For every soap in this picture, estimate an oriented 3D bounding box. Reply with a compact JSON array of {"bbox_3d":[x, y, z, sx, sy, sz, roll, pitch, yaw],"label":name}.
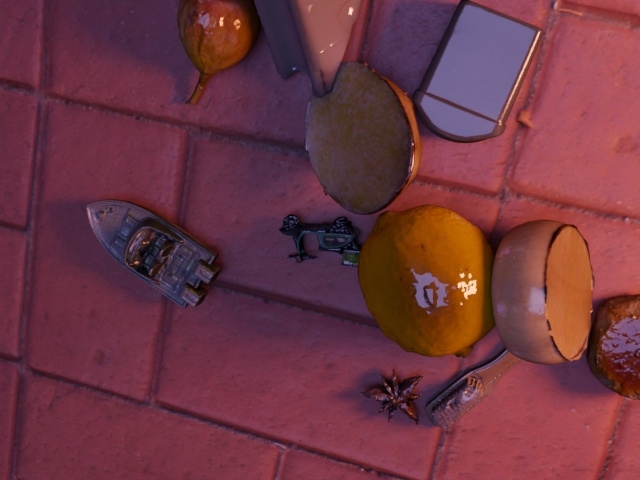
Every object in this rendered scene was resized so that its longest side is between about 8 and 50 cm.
[{"bbox_3d":[0.013,-0.466,1.238,0.159,0.258,0.302,31,153,35],"label":"soap"}]

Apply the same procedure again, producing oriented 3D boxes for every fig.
[{"bbox_3d":[-0.217,-0.370,1.307,0.159,0.159,0.257,32,125,4],"label":"fig"}]

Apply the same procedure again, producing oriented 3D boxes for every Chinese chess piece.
[{"bbox_3d":[0.398,0.090,1.198,0.104,0.257,0.257,-4,103,39],"label":"Chinese chess piece"}]

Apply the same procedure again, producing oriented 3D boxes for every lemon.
[{"bbox_3d":[0.201,0.072,1.243,0.284,0.260,0.260,45,109,19],"label":"lemon"}]

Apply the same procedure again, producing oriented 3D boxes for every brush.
[{"bbox_3d":[0.339,0.274,1.356,0.327,0.065,0.070,-44,88,17],"label":"brush"}]

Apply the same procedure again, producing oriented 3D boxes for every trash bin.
[{"bbox_3d":[0.276,-0.292,1.221,0.177,0.101,0.236,24,105,8],"label":"trash bin"}]

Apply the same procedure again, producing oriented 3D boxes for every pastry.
[{"bbox_3d":[0.594,0.199,1.263,0.182,0.093,0.192,22,107,10],"label":"pastry"}]

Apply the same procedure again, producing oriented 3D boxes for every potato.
[{"bbox_3d":[0.091,-0.181,1.256,0.239,0.116,0.299,-48,56,29],"label":"potato"}]

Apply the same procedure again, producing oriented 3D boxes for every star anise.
[{"bbox_3d":[0.145,0.326,1.413,0.129,0.056,0.124,6,104,11],"label":"star anise"}]

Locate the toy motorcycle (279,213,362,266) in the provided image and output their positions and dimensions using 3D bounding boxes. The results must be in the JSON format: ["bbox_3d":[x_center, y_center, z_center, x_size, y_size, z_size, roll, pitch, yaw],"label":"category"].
[{"bbox_3d":[0.000,0.000,1.372,0.173,0.058,0.100,5,109,10],"label":"toy motorcycle"}]

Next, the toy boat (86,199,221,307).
[{"bbox_3d":[-0.366,0.013,1.438,0.320,0.092,0.141,33,106,5],"label":"toy boat"}]
